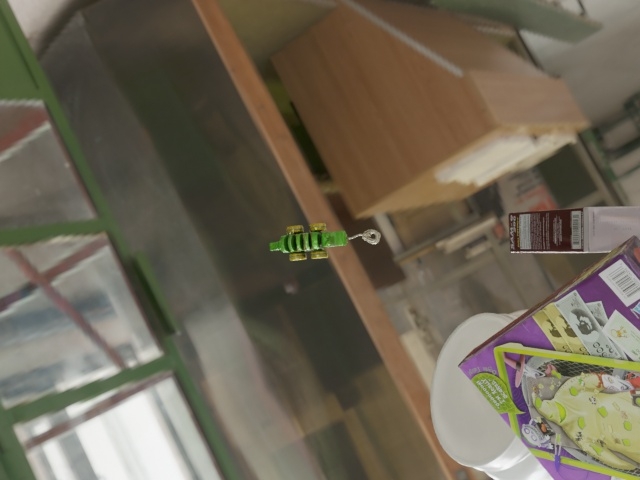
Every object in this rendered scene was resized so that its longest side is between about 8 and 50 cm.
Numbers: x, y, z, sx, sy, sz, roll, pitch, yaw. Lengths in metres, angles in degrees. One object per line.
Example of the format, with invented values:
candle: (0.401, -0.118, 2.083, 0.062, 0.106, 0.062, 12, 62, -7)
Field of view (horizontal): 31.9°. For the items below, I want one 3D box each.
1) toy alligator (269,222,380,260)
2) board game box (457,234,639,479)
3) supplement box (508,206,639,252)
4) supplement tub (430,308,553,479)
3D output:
toy alligator: (0.000, 0.000, 1.813, 0.190, 0.056, 0.051, -6, 178, 18)
board game box: (0.305, 0.186, 0.973, 0.208, 0.347, 0.056, -41, 177, 34)
supplement box: (0.416, -0.015, 1.794, 0.130, 0.073, 0.239, -1, 180, -19)
supplement tub: (0.336, 0.221, 1.508, 0.325, 0.235, 0.235, 14, 149, -31)
